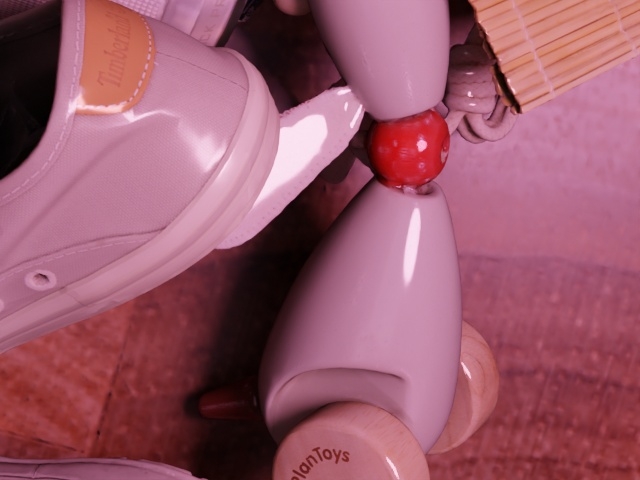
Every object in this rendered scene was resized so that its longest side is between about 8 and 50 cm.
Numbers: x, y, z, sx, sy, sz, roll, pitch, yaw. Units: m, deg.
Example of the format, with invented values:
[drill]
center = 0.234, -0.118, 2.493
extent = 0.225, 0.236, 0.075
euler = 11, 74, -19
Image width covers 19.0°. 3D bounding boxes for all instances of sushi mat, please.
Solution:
[sushi mat]
center = 0.181, -0.188, 1.035
extent = 0.316, 0.019, 0.151
euler = -27, 101, -34

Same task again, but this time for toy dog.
[toy dog]
center = 0.000, 0.000, 1.042
extent = 0.161, 0.220, 0.333
euler = 5, 90, 23

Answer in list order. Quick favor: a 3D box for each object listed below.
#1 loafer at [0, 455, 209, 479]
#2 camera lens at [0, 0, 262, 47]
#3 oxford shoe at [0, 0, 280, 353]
[loafer]
center = -0.159, 0.171, 1.017
extent = 0.319, 0.111, 0.112
euler = 10, 131, 10
[camera lens]
center = -0.142, -0.218, 0.955
extent = 0.274, 0.219, 0.219
euler = 18, 95, -11
[oxford shoe]
center = -0.226, 0.011, 0.943
extent = 0.449, 0.169, 0.130
euler = -29, 132, 25
